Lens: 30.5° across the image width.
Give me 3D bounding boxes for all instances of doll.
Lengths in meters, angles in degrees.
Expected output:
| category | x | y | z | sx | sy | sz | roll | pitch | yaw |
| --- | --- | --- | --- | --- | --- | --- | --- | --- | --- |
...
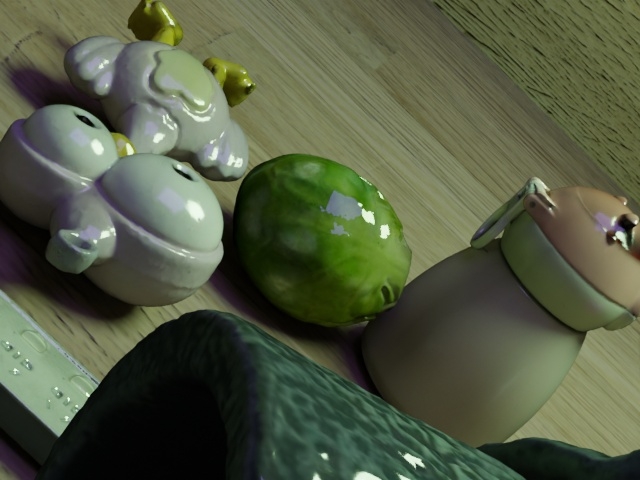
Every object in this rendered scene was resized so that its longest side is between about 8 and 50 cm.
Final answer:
| category | x | y | z | sx | sy | sz | roll | pitch | yaw |
| --- | --- | --- | --- | --- | --- | --- | --- | --- | --- |
| doll | -0.128 | -0.065 | 0.825 | 0.160 | 0.094 | 0.365 | 36 | 22 | -13 |

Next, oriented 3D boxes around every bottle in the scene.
| category | x | y | z | sx | sy | sz | roll | pitch | yaw |
| --- | --- | --- | --- | --- | --- | --- | --- | --- | --- |
| bottle | 0.159 | 0.051 | 0.933 | 0.147 | 0.236 | 0.147 | 38 | 22 | -19 |

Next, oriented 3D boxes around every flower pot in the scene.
| category | x | y | z | sx | sy | sz | roll | pitch | yaw |
| --- | --- | --- | --- | --- | --- | --- | --- | --- | --- |
| flower pot | 0.036 | 0.176 | 0.409 | 0.283 | 0.299 | 0.299 | 32 | 25 | -21 |

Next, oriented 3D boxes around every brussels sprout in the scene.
| category | x | y | z | sx | sy | sz | roll | pitch | yaw |
| --- | --- | --- | --- | --- | --- | --- | --- | --- | --- |
| brussels sprout | 0.002 | -0.002 | 0.912 | 0.155 | 0.117 | 0.155 | 23 | 24 | -11 |

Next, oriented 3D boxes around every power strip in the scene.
| category | x | y | z | sx | sy | sz | roll | pitch | yaw |
| --- | --- | --- | --- | --- | --- | --- | --- | --- | --- |
| power strip | -0.124 | 0.104 | 0.615 | 0.252 | 0.027 | 0.060 | 44 | 22 | -3 |
